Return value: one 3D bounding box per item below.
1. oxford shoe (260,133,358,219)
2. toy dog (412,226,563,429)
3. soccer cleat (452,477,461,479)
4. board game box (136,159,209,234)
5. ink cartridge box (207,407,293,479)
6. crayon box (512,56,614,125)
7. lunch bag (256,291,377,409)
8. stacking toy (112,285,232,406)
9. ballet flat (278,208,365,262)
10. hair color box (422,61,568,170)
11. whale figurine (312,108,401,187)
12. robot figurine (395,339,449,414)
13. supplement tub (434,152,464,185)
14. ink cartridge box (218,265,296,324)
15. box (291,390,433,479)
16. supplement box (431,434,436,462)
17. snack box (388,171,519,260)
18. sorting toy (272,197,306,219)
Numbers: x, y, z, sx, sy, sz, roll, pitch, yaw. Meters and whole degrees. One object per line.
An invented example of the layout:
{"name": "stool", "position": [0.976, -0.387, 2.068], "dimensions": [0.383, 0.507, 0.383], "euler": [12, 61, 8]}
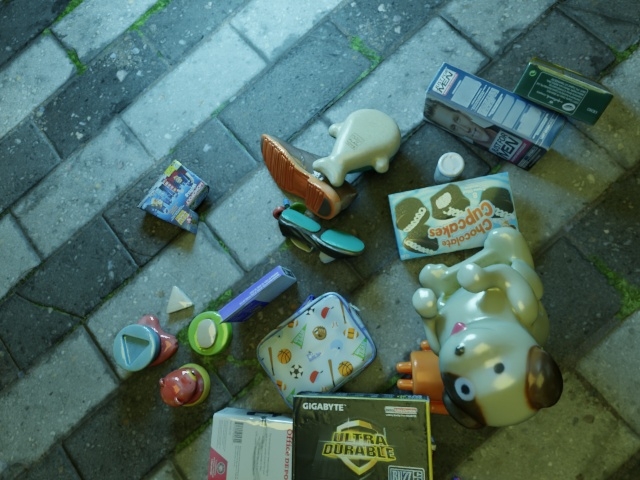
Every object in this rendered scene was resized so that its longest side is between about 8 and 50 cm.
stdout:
{"name": "oxford shoe", "position": [-0.044, -0.207, 1.255], "dimensions": [0.133, 0.130, 0.364], "euler": [-31, 65, -32]}
{"name": "toy dog", "position": [0.368, 0.221, 0.928], "dimensions": [0.285, 0.408, 0.395], "euler": [-24, 101, 29]}
{"name": "soccer cleat", "position": [0.350, 0.714, 1.011], "dimensions": [0.095, 0.083, 0.248], "euler": [-18, 79, 10]}
{"name": "board game box", "position": [-0.438, -0.119, 1.310], "dimensions": [0.194, 0.060, 0.194], "euler": [38, 86, 13]}
{"name": "ink cartridge box", "position": [-0.164, 0.552, 1.111], "dimensions": [0.237, 0.100, 0.172], "euler": [1, 79, 10]}
{"name": "crayon box", "position": [0.641, -0.409, 1.116], "dimensions": [0.203, 0.323, 0.083], "euler": [29, 125, 14]}
{"name": "lunch bag", "position": [-0.007, 0.288, 1.135], "dimensions": [0.303, 0.115, 0.243], "euler": [-36, 73, 1]}
{"name": "stacking toy", "position": [-0.423, 0.296, 1.189], "dimensions": [0.309, 0.130, 0.279], "euler": [31, 85, 13]}
{"name": "ballet flat", "position": [0.000, 0.000, 1.203], "dimensions": [0.280, 0.095, 0.096], "euler": [27, 128, 23]}
{"name": "hair color box", "position": [0.461, -0.336, 1.152], "dimensions": [0.347, 0.174, 0.105], "euler": [32, 88, 14]}
{"name": "whale figurine", "position": [0.104, -0.248, 1.193], "dimensions": [0.216, 0.141, 0.272], "euler": [41, 73, 18]}
{"name": "robot figurine", "position": [0.305, 0.346, 1.065], "dimensions": [0.219, 0.128, 0.158], "euler": [-4, 35, 8]}
{"name": "supplement tub", "position": [0.360, -0.196, 1.174], "dimensions": [0.071, 0.107, 0.071], "euler": [-2, 79, 9]}
{"name": "ink cartridge box", "position": [-0.172, 0.149, 1.138], "dimensions": [0.206, 0.208, 0.045], "euler": [-38, 79, 0]}
{"name": "box", "position": [0.095, 0.493, 0.971], "dimensions": [0.322, 0.079, 0.257], "euler": [-2, 79, 13]}
{"name": "supplement box", "position": [0.220, 0.597, 1.026], "dimensions": [0.073, 0.130, 0.239], "euler": [13, 82, 12]}
{"name": "snack box", "position": [0.363, -0.064, 1.154], "dimensions": [0.322, 0.060, 0.187], "euler": [-11, 90, 7]}
{"name": "sorting toy", "position": [-0.098, -0.099, 1.262], "dimensions": [0.102, 0.061, 0.042], "euler": [-16, 42, -1]}
